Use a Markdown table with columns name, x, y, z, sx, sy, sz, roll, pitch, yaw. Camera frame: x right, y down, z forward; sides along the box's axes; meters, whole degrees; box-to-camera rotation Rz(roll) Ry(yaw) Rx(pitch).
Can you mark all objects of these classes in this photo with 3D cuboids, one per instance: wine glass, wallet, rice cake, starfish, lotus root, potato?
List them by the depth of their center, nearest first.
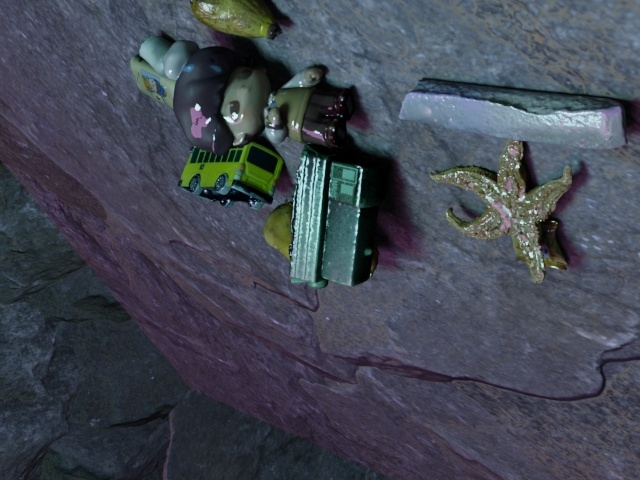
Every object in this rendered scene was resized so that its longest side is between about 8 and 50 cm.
| name | x | y | z | sx | sy | sz | roll | pitch | yaw |
| --- | --- | --- | --- | --- | --- | --- | --- | --- | --- |
| rice cake | 0.296 | -0.207 | 1.224 | 0.399 | 0.064 | 0.070 | 16 | 135 | 40 |
| starfish | 0.336 | -0.079 | 1.369 | 0.299 | 0.060 | 0.302 | 51 | 147 | 18 |
| lotus root | -0.156 | -0.432 | 1.439 | 0.190 | 0.108 | 0.094 | 30 | -179 | -6 |
| wine glass | -0.318 | -0.386 | 1.740 | 0.195 | 0.079 | 0.079 | 39 | 153 | 1 |
| potato | 0.000 | 0.000 | 1.801 | 0.300 | 0.173 | 0.140 | 28 | 130 | 25 |
| wallet | -0.398 | -0.384 | 1.892 | 0.155 | 0.039 | 0.110 | 29 | 150 | 24 |

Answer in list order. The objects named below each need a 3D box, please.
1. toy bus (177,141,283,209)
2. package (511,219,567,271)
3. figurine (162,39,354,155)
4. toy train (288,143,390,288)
| name | x | y | z | sx | sy | sz | roll | pitch | yaw |
| --- | --- | --- | --- | --- | --- | --- | --- | --- | --- |
| toy bus | -0.222 | -0.164 | 1.867 | 0.128 | 0.150 | 0.262 | 24 | 168 | -39 |
| package | 0.403 | 0.003 | 1.433 | 0.108 | 0.031 | 0.121 | 14 | 143 | 42 |
| figurine | -0.131 | -0.266 | 1.509 | 0.364 | 0.218 | 0.206 | 12 | -175 | 33 |
| toy train | 0.036 | -0.047 | 1.591 | 0.178 | 0.138 | 0.330 | 15 | 109 | 31 |
